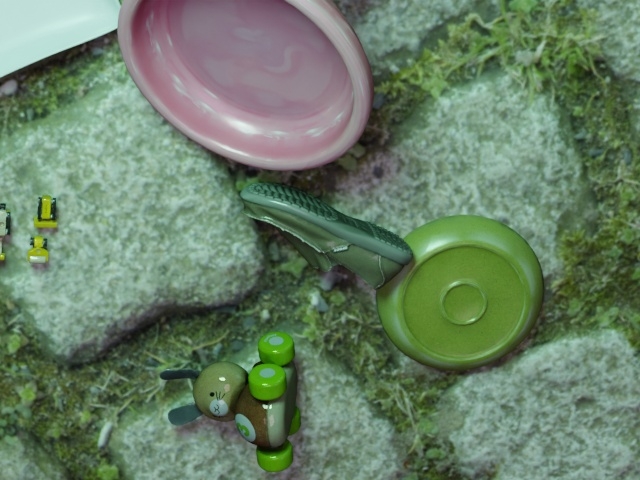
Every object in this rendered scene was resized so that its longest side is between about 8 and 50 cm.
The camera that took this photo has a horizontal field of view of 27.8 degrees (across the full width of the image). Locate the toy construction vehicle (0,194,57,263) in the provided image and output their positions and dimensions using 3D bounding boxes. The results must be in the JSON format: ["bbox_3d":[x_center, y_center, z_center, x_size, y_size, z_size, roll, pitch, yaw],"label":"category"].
[{"bbox_3d":[-0.403,-0.018,1.757,0.086,0.035,0.098,0,113,-15],"label":"toy construction vehicle"}]

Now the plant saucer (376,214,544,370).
[{"bbox_3d":[0.200,0.082,1.822,0.241,0.037,0.240,-1,110,-3],"label":"plant saucer"}]

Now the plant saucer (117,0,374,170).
[{"bbox_3d":[-0.085,-0.229,1.597,0.332,0.084,0.332,15,142,12],"label":"plant saucer"}]

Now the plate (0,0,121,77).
[{"bbox_3d":[-0.424,-0.344,1.607,0.277,0.045,0.278,-23,113,1],"label":"plate"}]

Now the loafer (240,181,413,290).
[{"bbox_3d":[0.000,0.000,1.749,0.251,0.094,0.087,24,106,-9],"label":"loafer"}]

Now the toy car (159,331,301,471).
[{"bbox_3d":[-0.130,0.223,1.809,0.189,0.149,0.155,1,121,8],"label":"toy car"}]
